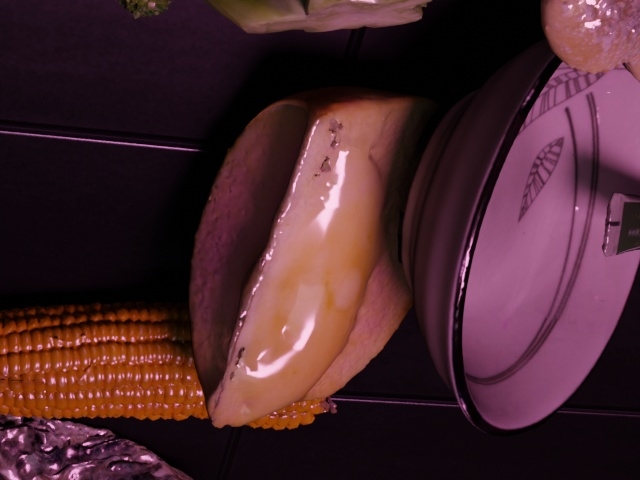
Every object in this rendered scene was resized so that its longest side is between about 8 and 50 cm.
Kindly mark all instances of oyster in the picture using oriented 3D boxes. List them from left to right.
[{"bbox_3d":[-0.228,0.225,1.511,0.252,0.087,0.199,39,113,-22],"label":"oyster"}]

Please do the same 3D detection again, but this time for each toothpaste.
[{"bbox_3d":[0.275,-0.015,1.381,0.204,0.031,0.049,-3,103,-52],"label":"toothpaste"}]

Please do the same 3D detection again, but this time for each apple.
[{"bbox_3d":[0.000,0.000,1.324,0.193,0.120,0.265,1,116,-44],"label":"apple"}]

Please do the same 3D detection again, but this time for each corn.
[{"bbox_3d":[-0.142,0.095,1.392,0.312,0.102,0.102,3,129,-14],"label":"corn"}]

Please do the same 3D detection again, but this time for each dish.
[{"bbox_3d":[0.140,-0.019,1.298,0.106,0.316,0.316,16,140,31],"label":"dish"}]

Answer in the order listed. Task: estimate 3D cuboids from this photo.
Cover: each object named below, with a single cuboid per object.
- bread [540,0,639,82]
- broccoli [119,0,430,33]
[{"bbox_3d":[0.271,-0.217,1.186,0.207,0.056,0.286,29,95,-43],"label":"bread"},{"bbox_3d":[0.001,-0.232,1.060,0.294,0.245,0.265,-19,156,35],"label":"broccoli"}]
